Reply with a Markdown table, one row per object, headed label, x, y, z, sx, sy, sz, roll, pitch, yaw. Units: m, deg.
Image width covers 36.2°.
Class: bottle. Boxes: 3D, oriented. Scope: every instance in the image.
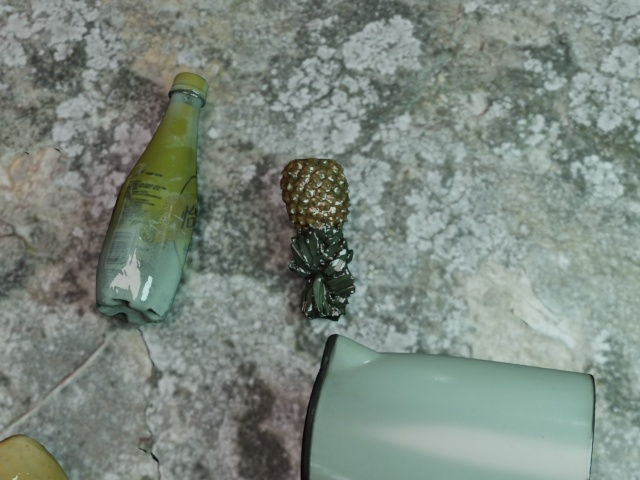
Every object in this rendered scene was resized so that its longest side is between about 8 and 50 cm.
| label | x | y | z | sx | sy | sz | roll | pitch | yaw |
| --- | --- | --- | --- | --- | --- | --- | --- | --- | --- |
| bottle | -0.161 | -0.049 | 0.994 | 0.083 | 0.083 | 0.270 | 8 | 66 | 10 |

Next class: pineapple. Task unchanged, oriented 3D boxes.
| label | x | y | z | sx | sy | sz | roll | pitch | yaw |
| --- | --- | --- | --- | --- | --- | --- | --- | --- | --- |
| pineapple | 0.000 | 0.000 | 0.965 | 0.074 | 0.074 | 0.159 | -7 | 74 | 4 |

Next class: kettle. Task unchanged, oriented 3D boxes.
| label | x | y | z | sx | sy | sz | roll | pitch | yaw |
| --- | --- | --- | --- | --- | --- | --- | --- | --- | --- |
| kettle | 0.099 | 0.203 | 0.837 | 0.236 | 0.161 | 0.221 | 8 | 101 | 10 |

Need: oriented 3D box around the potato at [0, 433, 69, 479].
| label | x | y | z | sx | sy | sz | roll | pitch | yaw |
| --- | --- | --- | --- | --- | --- | --- | --- | --- | --- |
| potato | -0.270 | 0.266 | 0.871 | 0.109 | 0.118 | 0.178 | -25 | 79 | 34 |
